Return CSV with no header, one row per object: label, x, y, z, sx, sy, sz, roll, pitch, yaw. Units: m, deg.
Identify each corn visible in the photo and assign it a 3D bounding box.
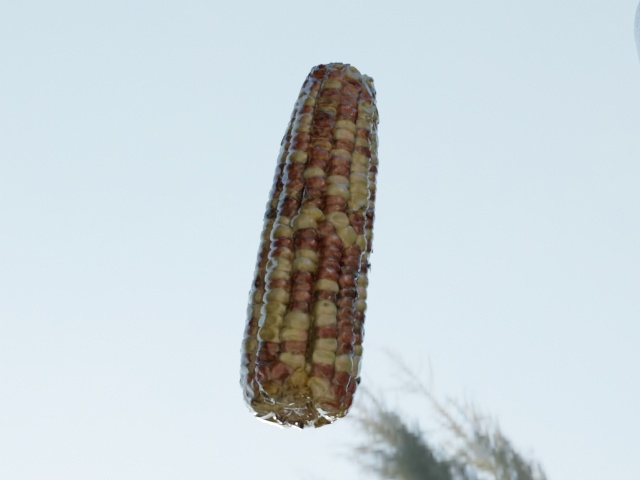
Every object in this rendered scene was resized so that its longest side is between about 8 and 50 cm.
corn,0.000,0.000,0.927,0.080,0.237,0.079,9,-22,3

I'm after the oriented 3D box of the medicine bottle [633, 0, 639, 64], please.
medicine bottle,0.287,-0.149,1.098,0.107,0.191,0.107,3,-67,8
